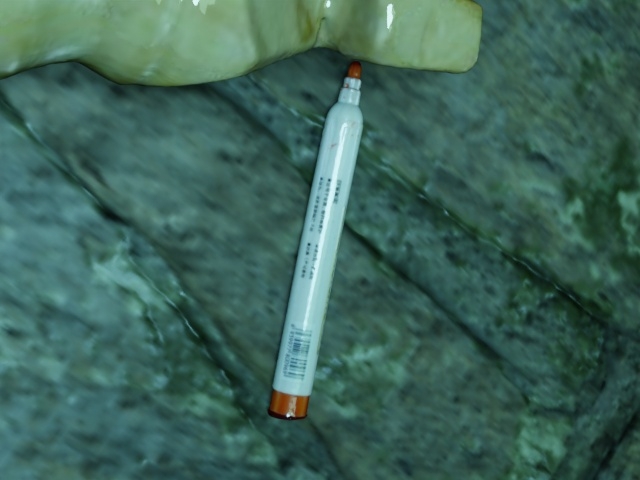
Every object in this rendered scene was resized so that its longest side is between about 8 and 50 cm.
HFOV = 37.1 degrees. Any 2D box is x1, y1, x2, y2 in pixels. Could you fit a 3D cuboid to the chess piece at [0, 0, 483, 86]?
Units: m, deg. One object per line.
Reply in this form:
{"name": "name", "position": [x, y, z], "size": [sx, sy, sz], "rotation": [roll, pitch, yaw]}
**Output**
{"name": "chess piece", "position": [-0.062, -0.126, 0.461], "size": [0.301, 0.137, 0.137], "rotation": [2, 97, -34]}

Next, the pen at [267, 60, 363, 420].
{"name": "pen", "position": [0.000, 0.000, 0.572], "size": [0.026, 0.026, 0.218], "rotation": [10, 93, -31]}
